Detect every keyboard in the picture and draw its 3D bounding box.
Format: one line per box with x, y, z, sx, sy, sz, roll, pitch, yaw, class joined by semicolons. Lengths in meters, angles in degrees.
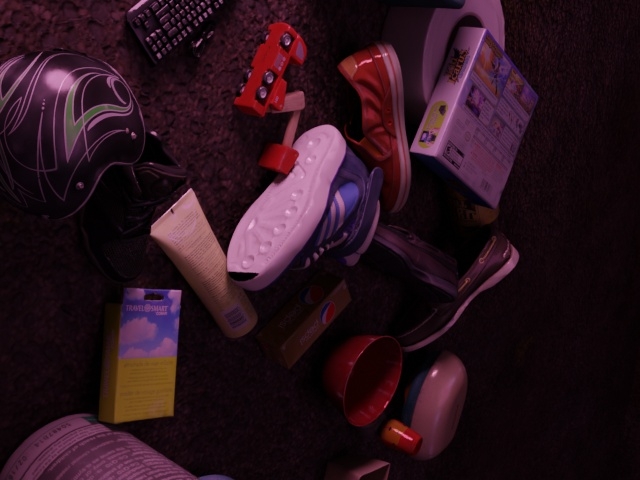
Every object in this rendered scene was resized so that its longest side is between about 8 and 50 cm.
-0.168;-0.299;0.983;0.180;0.023;0.108;-50;138;-25;keyboard

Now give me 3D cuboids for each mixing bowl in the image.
0.065;0.254;1.436;0.181;0.098;0.182;-23;121;-45;mixing bowl

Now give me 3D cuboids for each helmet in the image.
-0.288;-0.114;0.800;0.161;0.169;0.169;-44;137;-52;helmet

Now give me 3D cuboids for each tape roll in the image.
0.231;-0.350;1.391;0.286;0.100;0.286;-22;121;-44;tape roll

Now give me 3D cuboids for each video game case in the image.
0.292;-0.218;1.384;0.269;0.061;0.244;29;83;-50;video game case

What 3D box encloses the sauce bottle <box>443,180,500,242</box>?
0.333;-0.071;1.621;0.111;0.111;0.344;-45;134;-30;sauce bottle

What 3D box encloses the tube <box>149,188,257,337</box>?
-0.167;0.043;1.104;0.070;0.062;0.240;-97;165;-52;tube

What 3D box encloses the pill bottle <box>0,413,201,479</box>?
-0.222;0.370;0.915;0.204;0.361;0.204;-23;121;-45;pill bottle

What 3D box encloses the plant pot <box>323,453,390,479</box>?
0.065;0.500;1.539;0.109;0.096;0.109;-2;106;-51;plant pot

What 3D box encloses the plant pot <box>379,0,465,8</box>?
0.102;-0.464;1.139;0.234;0.165;0.166;0;105;-44;plant pot

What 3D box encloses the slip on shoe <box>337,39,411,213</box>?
0.091;-0.183;1.298;0.101;0.123;0.331;-18;132;-7;slip on shoe

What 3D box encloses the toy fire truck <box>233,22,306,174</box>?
-0.062;-0.212;1.129;0.135;0.047;0.192;33;78;-52;toy fire truck

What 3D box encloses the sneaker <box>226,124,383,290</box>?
0.000;0.000;1.203;0.236;0.130;0.323;55;50;-40;sneaker

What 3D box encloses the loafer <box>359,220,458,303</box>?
0.160;0.022;1.441;0.302;0.109;0.095;34;62;-34;loafer

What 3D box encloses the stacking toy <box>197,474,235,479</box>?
-0.223;0.537;1.235;0.279;0.130;0.309;-20;121;-15;stacking toy

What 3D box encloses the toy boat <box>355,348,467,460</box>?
0.205;0.370;1.643;0.318;0.148;0.268;-14;121;-56;toy boat

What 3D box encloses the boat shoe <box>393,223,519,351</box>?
0.269;0.099;1.580;0.324;0.116;0.097;-42;115;3;boat shoe

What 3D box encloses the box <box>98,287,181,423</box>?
-0.247;0.155;1.031;0.109;0.042;0.178;8;83;-53;box

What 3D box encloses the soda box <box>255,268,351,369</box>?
-0.027;0.135;1.303;0.181;0.061;0.058;-46;136;-29;soda box

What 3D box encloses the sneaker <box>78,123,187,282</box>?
-0.232;-0.041;0.926;0.087;0.130;0.228;-14;117;-46;sneaker
